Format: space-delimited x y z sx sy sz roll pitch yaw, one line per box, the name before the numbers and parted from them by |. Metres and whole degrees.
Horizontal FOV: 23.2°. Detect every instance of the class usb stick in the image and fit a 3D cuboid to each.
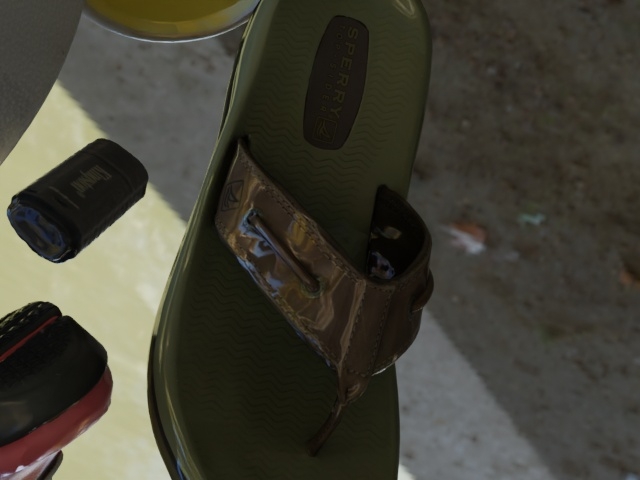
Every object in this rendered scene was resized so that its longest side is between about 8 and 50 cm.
usb stick | -0.220 -0.042 1.442 0.045 0.278 0.077 -43 95 15

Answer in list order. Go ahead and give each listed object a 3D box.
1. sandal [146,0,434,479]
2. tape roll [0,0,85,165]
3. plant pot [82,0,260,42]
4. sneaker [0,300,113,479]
sandal | -0.001 -0.002 0.690 0.120 0.302 0.086 13 161 -22
tape roll | -0.309 -0.141 0.866 0.392 0.392 0.072 8 160 27
plant pot | -0.111 -0.284 1.139 0.254 0.239 0.254 -5 145 -3
sneaker | -0.173 0.133 0.747 0.314 0.116 0.136 -32 96 44
